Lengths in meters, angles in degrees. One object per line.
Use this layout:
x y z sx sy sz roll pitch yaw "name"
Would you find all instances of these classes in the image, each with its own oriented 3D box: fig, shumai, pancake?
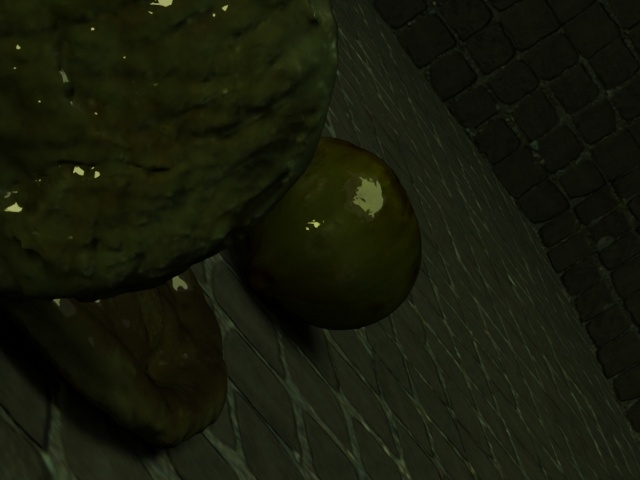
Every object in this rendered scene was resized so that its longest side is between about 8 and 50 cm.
0.010 -0.006 1.264 0.136 0.120 0.153 55 10 15 "fig"
-0.123 -0.110 0.752 0.272 0.222 0.204 46 9 -11 "shumai"
-0.114 0.007 0.888 0.236 0.042 0.222 46 13 -49 "pancake"
